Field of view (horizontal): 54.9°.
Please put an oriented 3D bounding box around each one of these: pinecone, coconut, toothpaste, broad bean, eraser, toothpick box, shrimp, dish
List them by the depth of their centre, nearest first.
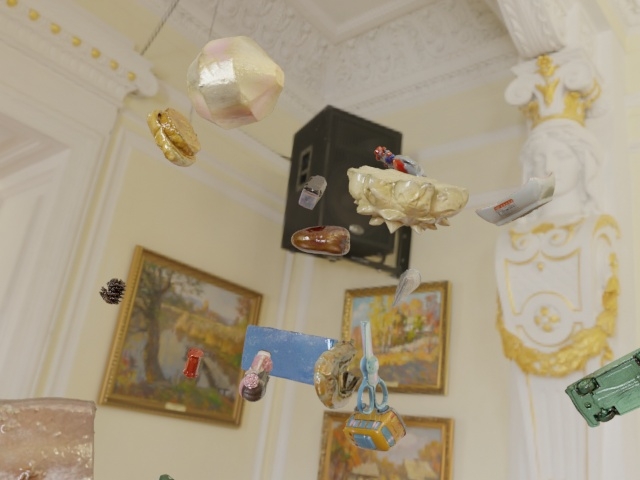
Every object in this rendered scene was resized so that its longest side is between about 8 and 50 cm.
[{"bbox_3d":[-0.205,-0.393,1.525,0.237,0.236,0.197,1,-9,20],"label":"coconut"},{"bbox_3d":[0.056,0.329,1.527,0.059,0.145,0.254,-19,0,25],"label":"shrimp"},{"bbox_3d":[0.000,0.000,1.760,0.165,0.084,0.114,1,-12,11],"label":"broad bean"},{"bbox_3d":[0.569,-0.108,1.762,0.151,0.077,0.212,-16,-13,-46],"label":"dish"},{"bbox_3d":[-0.096,0.339,1.823,0.312,0.144,0.043,5,-7,31],"label":"eraser"},{"bbox_3d":[-0.383,0.367,1.858,0.047,0.083,0.047,16,21,-6],"label":"toothpick box"},{"bbox_3d":[-0.634,0.157,1.895,0.077,0.083,0.077,40,-8,7],"label":"pinecone"},{"bbox_3d":[0.298,0.154,2.143,0.073,0.114,0.299,28,14,12],"label":"toothpaste"}]

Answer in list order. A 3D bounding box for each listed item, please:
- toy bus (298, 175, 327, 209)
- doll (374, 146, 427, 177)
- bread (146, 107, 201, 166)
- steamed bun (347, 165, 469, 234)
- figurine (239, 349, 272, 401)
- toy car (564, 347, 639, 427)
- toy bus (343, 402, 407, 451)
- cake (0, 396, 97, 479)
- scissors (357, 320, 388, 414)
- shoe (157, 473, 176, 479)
[{"bbox_3d":[-0.021,-0.145,1.857,0.058,0.072,0.172,23,21,2],"label":"toy bus"},{"bbox_3d":[0.248,-0.230,1.885,0.195,0.062,0.104,33,-37,34],"label":"doll"},{"bbox_3d":[-0.546,-0.388,2.312,0.120,0.236,0.198,-30,-13,12],"label":"bread"},{"bbox_3d":[0.201,-0.089,1.439,0.292,0.137,0.295,5,10,-19],"label":"steamed bun"},{"bbox_3d":[-0.124,0.270,1.246,0.054,0.129,0.072,22,-62,4],"label":"figurine"},{"bbox_3d":[0.851,0.390,1.694,0.321,0.141,0.097,-36,-4,23],"label":"toy car"},{"bbox_3d":[0.181,0.656,2.141,0.210,0.136,0.126,-11,-67,47],"label":"toy bus"},{"bbox_3d":[-0.640,0.484,1.381,0.230,0.236,0.309,10,-26,-29],"label":"cake"},{"bbox_3d":[0.137,0.353,1.730,0.030,0.256,0.125,-7,-1,42],"label":"scissors"},{"bbox_3d":[-0.353,0.550,1.143,0.110,0.265,0.095,36,-29,38],"label":"shoe"}]
